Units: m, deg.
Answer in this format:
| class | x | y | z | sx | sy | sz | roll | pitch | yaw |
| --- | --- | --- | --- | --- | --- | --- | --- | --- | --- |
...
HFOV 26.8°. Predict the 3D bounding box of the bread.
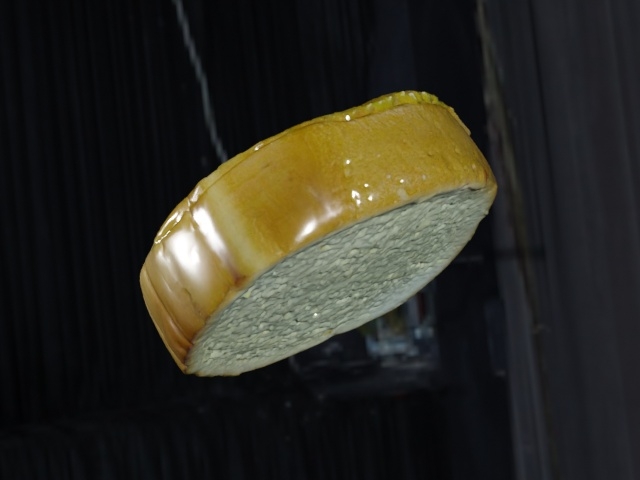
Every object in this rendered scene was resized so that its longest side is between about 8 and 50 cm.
| class | x | y | z | sx | sy | sz | roll | pitch | yaw |
| --- | --- | --- | --- | --- | --- | --- | --- | --- | --- |
| bread | 0.000 | 0.000 | 0.823 | 0.236 | 0.070 | 0.236 | -29 | -18 | -10 |
